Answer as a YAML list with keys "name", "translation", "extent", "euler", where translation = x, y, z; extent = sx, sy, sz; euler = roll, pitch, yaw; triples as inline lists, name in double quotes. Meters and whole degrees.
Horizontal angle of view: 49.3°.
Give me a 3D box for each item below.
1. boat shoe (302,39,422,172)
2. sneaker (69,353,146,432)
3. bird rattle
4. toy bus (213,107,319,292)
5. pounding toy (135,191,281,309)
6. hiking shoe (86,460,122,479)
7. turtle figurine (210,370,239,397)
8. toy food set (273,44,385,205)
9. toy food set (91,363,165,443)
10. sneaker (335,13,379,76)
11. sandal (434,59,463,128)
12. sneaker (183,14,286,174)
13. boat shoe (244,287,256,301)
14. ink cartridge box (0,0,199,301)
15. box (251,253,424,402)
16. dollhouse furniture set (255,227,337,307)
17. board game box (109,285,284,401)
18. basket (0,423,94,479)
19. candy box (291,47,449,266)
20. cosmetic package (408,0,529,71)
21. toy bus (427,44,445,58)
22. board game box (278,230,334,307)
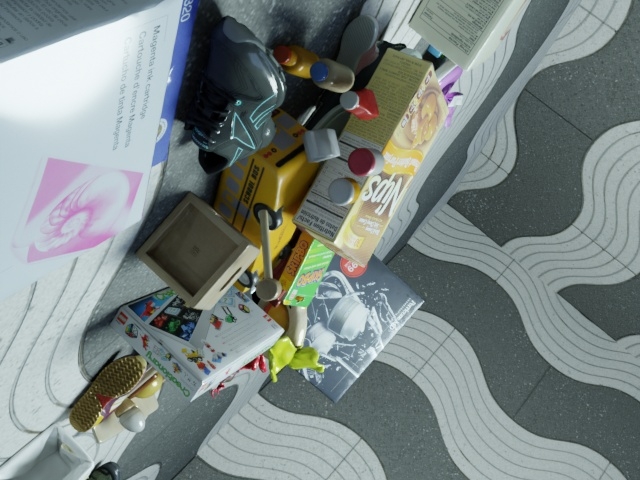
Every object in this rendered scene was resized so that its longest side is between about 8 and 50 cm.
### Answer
- name: "boat shoe"
  translation: [0.049, -0.233, 1.210]
  extent: [0.302, 0.091, 0.114]
  euler: [-42, 144, -19]
- name: "sneaker"
  translation: [-0.398, 0.282, 1.333]
  extent: [0.185, 0.069, 0.084]
  euler: [-43, 178, 3]
- name: "bird rattle"
  translation: [-0.093, 0.205, 1.536]
  extent: [0.254, 0.143, 0.206]
  euler: [8, -94, 59]
- name: "toy bus"
  translation: [-0.101, -0.053, 1.149]
  extent: [0.108, 0.130, 0.332]
  euler: [-42, 167, -36]
- name: "pounding toy"
  translation: [-0.138, 0.024, 1.072]
  extent: [0.181, 0.206, 0.094]
  euler: [-49, 169, -1]
- name: "hiking shoe"
  translation: [-0.594, 0.658, 1.762]
  extent: [0.227, 0.086, 0.114]
  euler: [-49, 172, 5]
- name: "turtle figurine"
  translation: [-0.262, 0.313, 1.822]
  extent: [0.175, 0.118, 0.234]
  euler: [-42, 161, -28]
- name: "toy food set"
  translation: [0.016, -0.164, 0.963]
  extent: [0.111, 0.232, 0.104]
  euler: [-13, -179, 22]
- name: "toy food set"
  translation: [-0.325, 0.309, 1.495]
  extent: [0.306, 0.092, 0.220]
  euler: [-39, 172, 22]
- name: "sneaker"
  translation: [0.069, -0.319, 1.120]
  extent: [0.070, 0.051, 0.134]
  euler: [-43, 171, -34]
- name: "sandal"
  translation: [0.292, -0.325, 1.718]
  extent: [0.169, 0.102, 0.416]
  euler: [-44, 174, -8]
- name: "sneaker"
  translation: [-0.108, -0.160, 0.849]
  extent: [0.106, 0.101, 0.267]
  euler: [-43, 167, -17]
- name: "boat shoe"
  translation: [-0.197, 0.143, 1.562]
  extent: [0.227, 0.081, 0.079]
  euler: [-33, 160, -53]
- name: "ink cartridge box"
  translation: [-0.229, -0.101, 0.677]
  extent: [0.330, 0.071, 0.324]
  euler: [-38, 164, -38]
- name: "box"
  translation: [0.021, 0.165, 1.759]
  extent: [0.343, 0.312, 0.179]
  euler: [-49, -166, -3]
- name: "dollhouse furniture set"
  translation: [-0.009, -0.065, 1.399]
  extent: [0.374, 0.152, 0.201]
  euler: [-54, 168, 23]
- name: "board game box"
  translation: [-0.212, 0.160, 1.279]
  extent: [0.053, 0.193, 0.305]
  euler: [-54, 167, 22]
- name: "basket"
  translation: [-0.516, 0.441, 1.279]
  extent: [0.167, 0.113, 0.103]
  euler: [-41, 170, -36]
- name: "candy box"
  translation: [0.090, -0.127, 1.141]
  extent: [0.316, 0.088, 0.183]
  euler: [-62, 156, -4]
- name: "cosmetic package"
  translation: [0.307, -0.474, 1.242]
  extent: [0.129, 0.153, 0.296]
  euler: [-35, 163, -47]
- name: "toy bus"
  translation: [0.347, -0.471, 1.514]
  extent: [0.202, 0.104, 0.191]
  euler: [-42, 167, -28]
- name: "board game box"
  translation: [0.000, 0.000, 1.284]
  extent: [0.259, 0.039, 0.124]
  euler: [-67, 158, 0]
